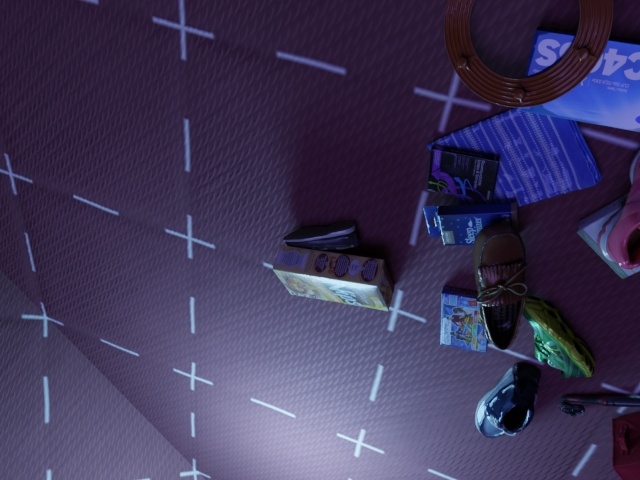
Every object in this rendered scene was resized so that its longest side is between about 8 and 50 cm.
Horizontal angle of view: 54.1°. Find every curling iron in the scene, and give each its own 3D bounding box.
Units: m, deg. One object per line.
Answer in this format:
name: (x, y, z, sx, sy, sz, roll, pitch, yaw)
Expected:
curling iron: (0.817, 0.463, 1.779, 0.273, 0.035, 0.068, -15, 121, 34)

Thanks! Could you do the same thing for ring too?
ring: (0.392, -0.430, 1.229, 0.336, 0.032, 0.337, 13, 113, 32)

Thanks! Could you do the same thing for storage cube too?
storage cube: (0.940, 0.595, 1.721, 0.193, 0.184, 0.215, -31, 107, 37)

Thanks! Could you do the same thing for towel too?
towel: (0.448, -0.181, 1.465, 0.335, 0.040, 0.243, -19, 114, 35)

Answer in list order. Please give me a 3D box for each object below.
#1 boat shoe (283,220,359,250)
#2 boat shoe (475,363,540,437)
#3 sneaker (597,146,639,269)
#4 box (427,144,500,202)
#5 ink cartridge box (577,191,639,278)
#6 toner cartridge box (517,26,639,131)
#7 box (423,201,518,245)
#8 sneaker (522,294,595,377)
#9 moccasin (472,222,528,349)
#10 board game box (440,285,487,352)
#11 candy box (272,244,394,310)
boat shoe: (0.000, 0.000, 1.789, 0.227, 0.081, 0.069, -7, 117, 27)
boat shoe: (0.544, 0.525, 1.874, 0.127, 0.158, 0.341, 21, 131, 10)
sneaker: (0.702, -0.076, 1.317, 0.115, 0.136, 0.314, 16, 111, 1)
box: (0.341, -0.160, 1.503, 0.162, 0.029, 0.116, 13, 128, 19)
ink cartridge box: (0.739, -0.032, 1.429, 0.171, 0.056, 0.235, 43, 133, -9)
toner cartridge box: (0.587, -0.315, 1.250, 0.347, 0.075, 0.165, 14, 118, 16)
box: (0.376, -0.038, 1.564, 0.225, 0.037, 0.136, -1, 145, 19)
sneaker: (0.617, 0.273, 1.681, 0.123, 0.109, 0.295, -31, 108, 35)
moccasin: (0.448, 0.121, 1.571, 0.139, 0.147, 0.380, -3, 128, 3)
board game box: (0.414, 0.228, 1.794, 0.136, 0.035, 0.201, 9, 128, 20)
candy box: (0.041, 0.108, 1.806, 0.316, 0.088, 0.183, 8, 155, 21)
